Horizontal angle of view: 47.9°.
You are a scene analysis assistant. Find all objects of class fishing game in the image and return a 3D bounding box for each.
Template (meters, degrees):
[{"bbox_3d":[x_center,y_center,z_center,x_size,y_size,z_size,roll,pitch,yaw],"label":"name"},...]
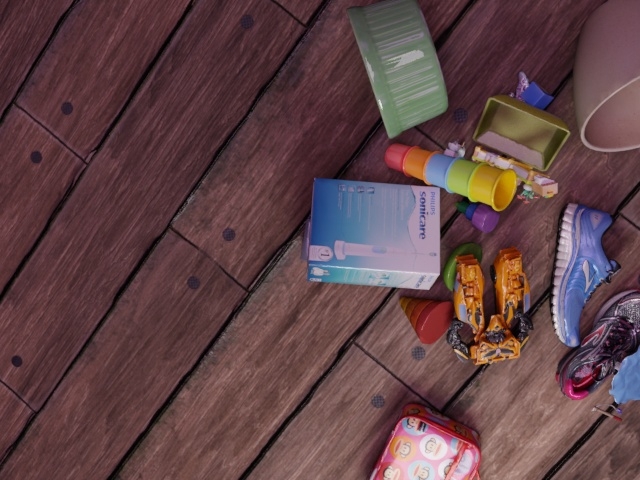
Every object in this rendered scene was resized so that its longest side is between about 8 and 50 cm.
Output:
[{"bbox_3d":[0.718,0.291,1.625,0.264,0.189,0.041,-55,39,12],"label":"fishing game"}]

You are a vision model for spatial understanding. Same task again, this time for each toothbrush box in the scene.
[{"bbox_3d":[0.121,-0.014,1.663,0.296,0.126,0.216,3,70,-2],"label":"toothbrush box"}]

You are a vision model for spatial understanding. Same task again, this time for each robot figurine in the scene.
[{"bbox_3d":[0.395,0.166,1.671,0.211,0.085,0.291,-10,110,-3],"label":"robot figurine"}]

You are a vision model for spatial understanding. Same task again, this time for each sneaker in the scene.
[{"bbox_3d":[0.600,0.086,1.631,0.147,0.130,0.330,8,97,15],"label":"sneaker"},{"bbox_3d":[0.453,-0.337,1.668,0.069,0.038,0.098,-15,92,14],"label":"sneaker"},{"bbox_3d":[0.660,0.246,1.642,0.121,0.112,0.299,34,102,8],"label":"sneaker"}]

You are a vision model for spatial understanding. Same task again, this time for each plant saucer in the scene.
[{"bbox_3d":[0.454,-0.251,1.622,0.188,0.188,0.045,26,70,10],"label":"plant saucer"}]

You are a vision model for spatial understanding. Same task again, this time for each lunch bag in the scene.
[{"bbox_3d":[0.267,0.575,1.775,0.258,0.120,0.293,24,102,6],"label":"lunch bag"}]

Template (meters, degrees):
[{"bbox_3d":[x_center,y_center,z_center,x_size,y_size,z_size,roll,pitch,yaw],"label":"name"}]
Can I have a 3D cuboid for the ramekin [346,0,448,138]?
[{"bbox_3d":[0.175,-0.393,1.602,0.148,0.303,0.303,-19,91,8],"label":"ramekin"}]

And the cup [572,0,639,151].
[{"bbox_3d":[0.666,-0.373,1.497,0.331,0.331,0.237,-20,66,15],"label":"cup"}]

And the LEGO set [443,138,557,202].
[{"bbox_3d":[0.414,-0.133,1.645,0.287,0.132,0.107,31,110,36],"label":"LEGO set"}]

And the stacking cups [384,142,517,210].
[{"bbox_3d":[0.284,-0.162,1.621,0.316,0.096,0.096,28,103,39],"label":"stacking cups"}]

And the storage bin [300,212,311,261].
[{"bbox_3d":[0.000,0.000,1.787,0.098,0.091,0.135,11,99,12],"label":"storage bin"}]

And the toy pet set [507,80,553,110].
[{"bbox_3d":[0.470,-0.293,1.624,0.122,0.065,0.114,35,122,-8],"label":"toy pet set"}]

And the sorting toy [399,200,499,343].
[{"bbox_3d":[0.293,0.063,1.735,0.126,0.127,0.365,32,101,39],"label":"sorting toy"}]
